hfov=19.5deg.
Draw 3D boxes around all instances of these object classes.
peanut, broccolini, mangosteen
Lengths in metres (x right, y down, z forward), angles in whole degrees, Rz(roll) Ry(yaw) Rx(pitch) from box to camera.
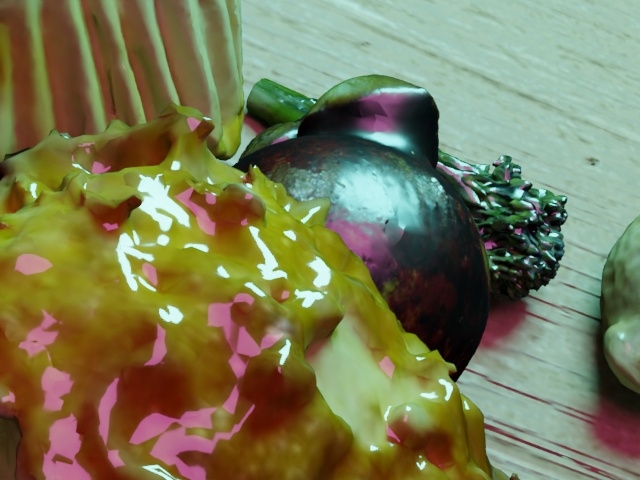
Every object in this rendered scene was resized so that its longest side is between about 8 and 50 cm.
[{"bbox_3d":[0.234,0.010,1.079,0.228,0.085,0.104,-35,87,-32],"label":"peanut"},{"bbox_3d":[0.048,-0.036,1.050,0.202,0.068,0.091,30,73,0],"label":"broccolini"},{"bbox_3d":[0.005,0.007,0.938,0.172,0.172,0.184,8,77,-16],"label":"mangosteen"}]

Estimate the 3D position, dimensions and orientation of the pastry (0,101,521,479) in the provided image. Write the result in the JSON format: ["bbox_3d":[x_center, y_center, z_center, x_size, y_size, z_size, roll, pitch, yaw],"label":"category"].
[{"bbox_3d":[-0.063,0.168,0.735,0.337,0.292,0.405,20,76,-40],"label":"pastry"}]

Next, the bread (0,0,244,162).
[{"bbox_3d":[-0.230,-0.094,0.902,0.388,0.183,0.236,0,36,-5],"label":"bread"}]
